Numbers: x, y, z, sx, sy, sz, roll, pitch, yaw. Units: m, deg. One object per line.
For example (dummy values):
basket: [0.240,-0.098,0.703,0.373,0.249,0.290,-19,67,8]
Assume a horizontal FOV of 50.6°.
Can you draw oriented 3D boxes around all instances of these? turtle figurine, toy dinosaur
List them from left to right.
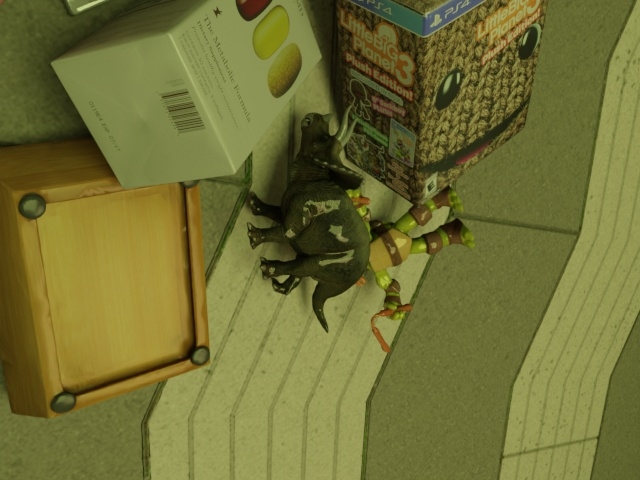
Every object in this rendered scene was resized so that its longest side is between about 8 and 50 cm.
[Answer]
toy dinosaur: [0.000,0.000,0.870,0.160,0.121,0.313,-12,110,5]
turtle figurine: [0.114,0.017,1.005,0.217,0.087,0.269,-25,105,-3]

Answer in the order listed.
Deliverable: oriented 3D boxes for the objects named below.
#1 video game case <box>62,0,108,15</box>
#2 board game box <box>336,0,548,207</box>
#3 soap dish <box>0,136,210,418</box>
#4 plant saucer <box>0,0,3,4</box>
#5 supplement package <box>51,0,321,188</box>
video game case: [-0.215,-0.326,0.682,0.157,0.019,0.143,-35,124,-23]
board game box: [0.156,-0.232,0.864,0.232,0.141,0.291,-37,145,-22]
soap dish: [-0.231,0.036,0.735,0.229,0.118,0.290,-14,113,-34]
plant saucer: [-0.398,-0.296,0.511,0.332,0.084,0.332,-15,115,-34]
supplement package: [-0.114,-0.180,0.669,0.139,0.134,0.244,67,32,-33]
